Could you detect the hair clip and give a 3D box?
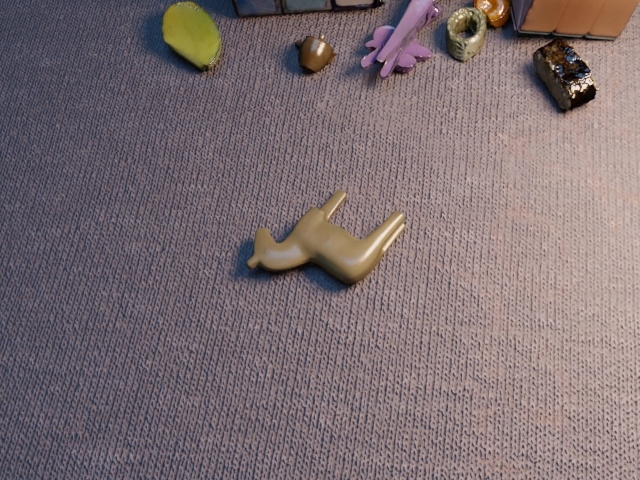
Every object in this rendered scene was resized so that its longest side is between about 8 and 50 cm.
[{"bbox_3d":[0.190,-0.444,1.778,0.137,0.090,0.278,32,77,10],"label":"hair clip"}]

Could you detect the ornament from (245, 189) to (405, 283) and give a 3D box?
[{"bbox_3d":[0.000,0.000,1.561,0.230,0.061,0.245,31,66,25],"label":"ornament"}]

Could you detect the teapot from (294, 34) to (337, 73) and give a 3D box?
[{"bbox_3d":[-0.018,-0.404,1.806,0.110,0.085,0.080,24,89,51],"label":"teapot"}]

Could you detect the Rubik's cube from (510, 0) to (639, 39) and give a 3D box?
[{"bbox_3d":[0.518,-0.566,1.685,0.224,0.221,0.231,3,59,-6],"label":"Rubik's cube"}]

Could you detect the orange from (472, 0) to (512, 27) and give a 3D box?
[{"bbox_3d":[0.369,-0.499,1.787,0.086,0.062,0.086,0,90,18],"label":"orange"}]

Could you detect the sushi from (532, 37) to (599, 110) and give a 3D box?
[{"bbox_3d":[0.486,-0.331,1.660,0.078,0.090,0.150,-26,62,-2],"label":"sushi"}]

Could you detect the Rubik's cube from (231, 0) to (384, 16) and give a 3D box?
[{"bbox_3d":[-0.048,-0.734,1.810,0.363,0.362,0.359,-1,64,9],"label":"Rubik's cube"}]

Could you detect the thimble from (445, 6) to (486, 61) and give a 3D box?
[{"bbox_3d":[0.306,-0.433,1.759,0.084,0.062,0.110,1,61,9],"label":"thimble"}]

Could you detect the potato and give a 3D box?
[{"bbox_3d":[-0.281,-0.449,1.866,0.119,0.054,0.198,-36,66,-12],"label":"potato"}]
